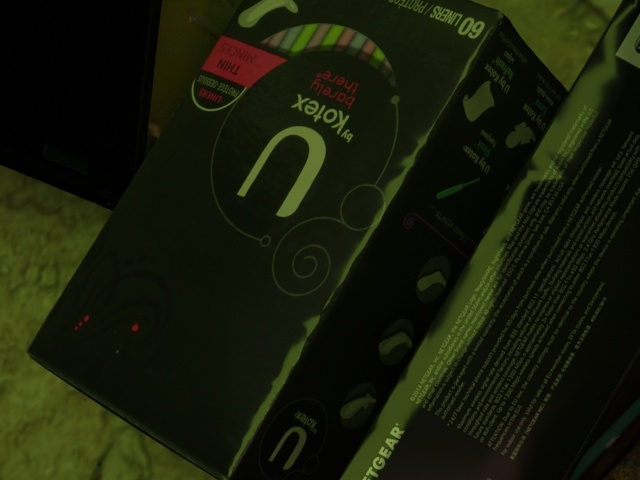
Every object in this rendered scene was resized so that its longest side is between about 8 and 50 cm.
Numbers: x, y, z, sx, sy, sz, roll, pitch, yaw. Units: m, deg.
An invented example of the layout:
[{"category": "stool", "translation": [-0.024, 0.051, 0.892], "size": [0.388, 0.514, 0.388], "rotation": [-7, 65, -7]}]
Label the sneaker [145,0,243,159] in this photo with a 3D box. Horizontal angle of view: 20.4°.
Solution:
[{"category": "sneaker", "translation": [-0.087, -0.187, 1.104], "size": [0.147, 0.145, 0.384], "rotation": [-18, 63, 18]}]

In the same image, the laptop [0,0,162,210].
[{"category": "laptop", "translation": [-0.180, -0.289, 1.058], "size": [0.382, 0.236, 0.407], "rotation": [22, 118, 25]}]

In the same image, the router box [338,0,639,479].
[{"category": "router box", "translation": [0.120, 0.009, 0.811], "size": [0.081, 0.243, 0.308], "rotation": [30, 84, 8]}]

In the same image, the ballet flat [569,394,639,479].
[{"category": "ballet flat", "translation": [0.257, 0.021, 0.817], "size": [0.348, 0.123, 0.123], "rotation": [-51, 52, 0]}]

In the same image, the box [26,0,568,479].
[{"category": "box", "translation": [0.000, 0.000, 0.955], "size": [0.165, 0.143, 0.270], "rotation": [26, 83, 38]}]
